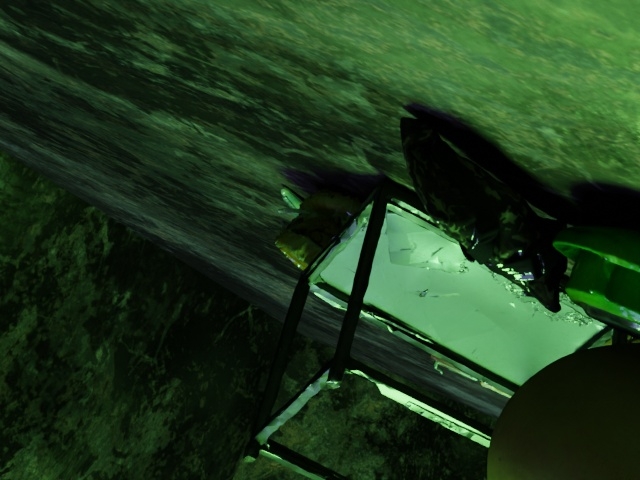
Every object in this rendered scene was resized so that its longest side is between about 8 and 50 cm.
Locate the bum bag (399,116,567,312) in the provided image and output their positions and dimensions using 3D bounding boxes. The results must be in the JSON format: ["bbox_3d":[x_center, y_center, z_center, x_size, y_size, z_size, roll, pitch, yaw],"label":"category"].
[{"bbox_3d":[0.152,-0.017,1.325,0.069,0.102,0.248,-16,144,43],"label":"bum bag"}]

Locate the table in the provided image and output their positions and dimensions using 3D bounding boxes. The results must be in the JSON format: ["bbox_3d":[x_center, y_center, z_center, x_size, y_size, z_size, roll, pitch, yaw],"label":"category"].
[{"bbox_3d":[0.135,0.161,1.637,0.335,0.272,0.222,27,140,-13],"label":"table"}]

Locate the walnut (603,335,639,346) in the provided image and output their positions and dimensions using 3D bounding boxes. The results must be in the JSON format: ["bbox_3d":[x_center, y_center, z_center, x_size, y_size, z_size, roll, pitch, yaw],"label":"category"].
[{"bbox_3d":[0.361,0.157,1.843,0.167,0.087,0.211,20,172,12],"label":"walnut"}]

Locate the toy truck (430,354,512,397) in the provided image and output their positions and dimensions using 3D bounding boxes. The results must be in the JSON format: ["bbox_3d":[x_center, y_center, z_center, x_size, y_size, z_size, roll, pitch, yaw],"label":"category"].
[{"bbox_3d":[0.294,0.186,2.165,0.270,0.114,0.135,24,176,11],"label":"toy truck"}]

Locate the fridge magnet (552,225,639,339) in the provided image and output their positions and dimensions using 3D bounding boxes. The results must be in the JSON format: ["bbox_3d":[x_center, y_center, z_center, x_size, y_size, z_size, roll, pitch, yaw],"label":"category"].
[{"bbox_3d":[0.294,0.044,1.274,0.208,0.088,0.208,24,179,1],"label":"fridge magnet"}]

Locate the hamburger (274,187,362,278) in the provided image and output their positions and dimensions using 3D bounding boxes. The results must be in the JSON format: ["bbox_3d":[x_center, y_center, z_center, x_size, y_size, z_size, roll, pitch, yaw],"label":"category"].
[{"bbox_3d":[0.031,0.002,1.841,0.185,0.113,0.177,36,176,-12],"label":"hamburger"}]

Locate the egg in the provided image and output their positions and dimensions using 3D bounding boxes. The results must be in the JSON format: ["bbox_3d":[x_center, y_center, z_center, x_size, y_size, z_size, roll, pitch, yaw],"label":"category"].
[{"bbox_3d":[0.334,0.247,1.365,0.374,0.301,0.301,34,173,1],"label":"egg"}]

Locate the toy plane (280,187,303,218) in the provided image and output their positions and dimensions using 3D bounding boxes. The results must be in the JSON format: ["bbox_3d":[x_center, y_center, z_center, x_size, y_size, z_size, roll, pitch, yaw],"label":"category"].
[{"bbox_3d":[-0.009,0.007,2.064,0.262,0.088,0.192,40,-168,-48],"label":"toy plane"}]
